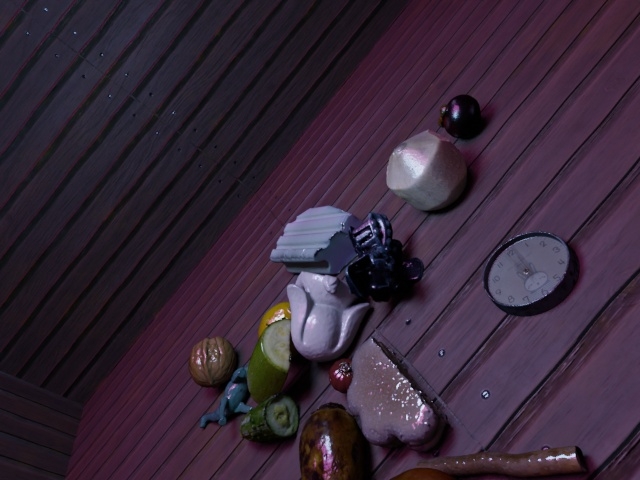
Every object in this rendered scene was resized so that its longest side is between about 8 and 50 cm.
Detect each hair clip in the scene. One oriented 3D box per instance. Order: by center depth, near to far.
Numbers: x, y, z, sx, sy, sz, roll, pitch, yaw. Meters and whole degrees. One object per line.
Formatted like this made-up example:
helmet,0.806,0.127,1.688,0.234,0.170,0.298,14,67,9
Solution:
hair clip,0.184,0.064,1.331,0.194,0.206,0.310,-31,28,26

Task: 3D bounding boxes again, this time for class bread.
bread,0.161,0.391,1.070,0.183,0.102,0.337,-53,28,6

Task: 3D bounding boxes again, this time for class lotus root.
lotus root,0.026,0.527,1.058,0.169,0.141,0.314,-44,28,24

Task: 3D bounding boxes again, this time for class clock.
clock,0.483,0.073,1.016,0.215,0.042,0.215,-39,29,26

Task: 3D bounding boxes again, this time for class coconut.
coconut,0.336,-0.233,1.410,0.245,0.247,0.245,-40,28,26

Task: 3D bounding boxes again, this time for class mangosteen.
mangosteen,0.486,-0.434,1.527,0.152,0.152,0.152,-38,29,26

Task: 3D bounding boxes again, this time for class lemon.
lemon,-0.123,0.316,1.518,0.187,0.186,0.244,-103,33,-58

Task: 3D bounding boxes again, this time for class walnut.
walnut,-0.448,0.507,1.804,0.213,0.213,0.213,-38,29,26

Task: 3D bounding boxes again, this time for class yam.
yam,0.325,0.426,0.822,0.327,0.045,0.045,-30,65,39

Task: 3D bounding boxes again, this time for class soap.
soap,0.000,0.000,1.757,0.446,0.156,0.261,-6,50,56

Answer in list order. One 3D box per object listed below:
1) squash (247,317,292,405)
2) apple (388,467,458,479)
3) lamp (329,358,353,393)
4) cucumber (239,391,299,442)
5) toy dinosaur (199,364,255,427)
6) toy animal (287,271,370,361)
squash,-0.178,0.405,1.423,0.289,0.111,0.203,114,162,-47
apple,0.183,0.512,0.745,0.234,0.234,0.234,-38,29,26
lamp,0.074,0.383,1.228,0.101,0.090,0.101,-4,41,4
cucumber,-0.183,0.577,1.366,0.244,0.134,0.134,-39,28,35
toy dinosaur,-0.331,0.560,1.665,0.331,0.129,0.383,-19,39,61
toy animal,0.005,0.247,1.372,0.206,0.271,0.265,129,158,-75
